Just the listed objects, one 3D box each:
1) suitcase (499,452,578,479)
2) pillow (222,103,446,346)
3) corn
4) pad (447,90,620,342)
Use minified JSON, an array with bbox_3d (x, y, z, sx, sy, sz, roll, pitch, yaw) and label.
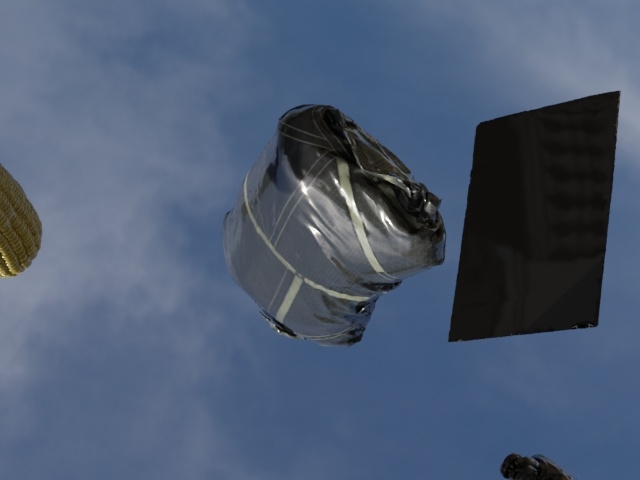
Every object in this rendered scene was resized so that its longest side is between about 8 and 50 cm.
[{"bbox_3d":[0.261,0.319,1.083,0.128,0.312,0.202,-51,-130,1],"label":"suitcase"},{"bbox_3d":[0.000,0.000,0.935,0.092,0.335,0.161,-39,-95,-25],"label":"pillow"},{"bbox_3d":[-0.331,-0.032,1.168,0.063,0.165,0.085,25,-111,27],"label":"corn"},{"bbox_3d":[0.201,-0.022,1.116,0.004,0.164,0.243,32,-120,-41],"label":"pad"}]
